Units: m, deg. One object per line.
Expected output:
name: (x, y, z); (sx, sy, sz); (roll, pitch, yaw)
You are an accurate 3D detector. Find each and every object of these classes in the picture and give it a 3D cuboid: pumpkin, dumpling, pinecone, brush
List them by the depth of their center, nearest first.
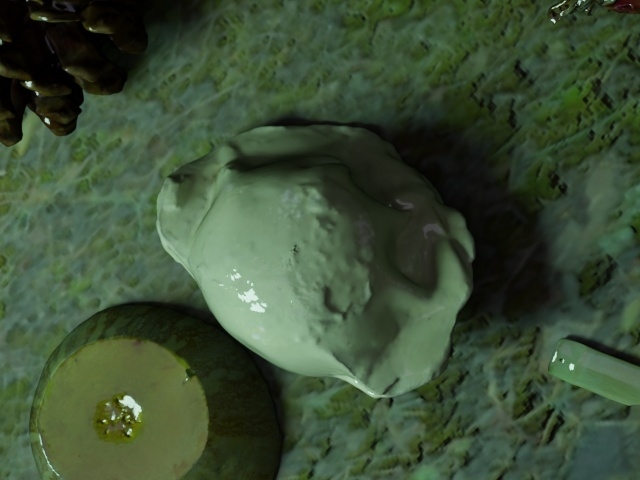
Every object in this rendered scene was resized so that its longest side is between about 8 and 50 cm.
brush: (0.253, 0.117, 1.150); (0.178, 0.030, 0.033); (19, 114, 13)
dumpling: (0.000, 0.000, 1.160); (0.258, 0.147, 0.193); (28, 75, 17)
pinecone: (-0.224, -0.164, 1.179); (0.185, 0.212, 0.169); (6, 64, -21)
pumpkin: (-0.149, 0.159, 1.246); (0.217, 0.110, 0.217); (1, 93, 18)

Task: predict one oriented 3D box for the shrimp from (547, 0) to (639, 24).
shrimp: (0.245, -0.196, 1.095); (0.190, 0.042, 0.101); (-24, 99, 18)
